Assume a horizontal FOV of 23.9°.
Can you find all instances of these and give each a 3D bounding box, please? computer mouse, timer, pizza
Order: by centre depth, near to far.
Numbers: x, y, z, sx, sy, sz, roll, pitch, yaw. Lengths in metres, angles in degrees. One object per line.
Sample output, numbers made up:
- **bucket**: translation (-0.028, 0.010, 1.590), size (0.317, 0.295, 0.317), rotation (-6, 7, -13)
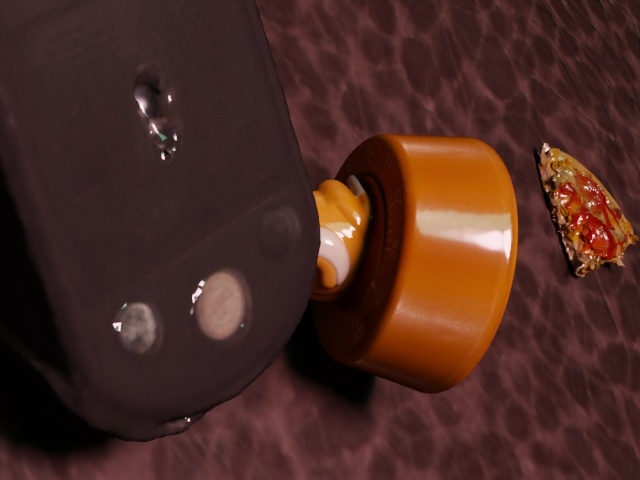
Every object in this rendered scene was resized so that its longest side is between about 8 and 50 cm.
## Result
- **computer mouse**: translation (-0.100, -0.055, 0.621), size (0.170, 0.100, 0.269), rotation (-35, 116, -47)
- **timer**: translation (0.000, 0.000, 0.742), size (0.152, 0.132, 0.132), rotation (11, 55, -22)
- **pizza**: translation (0.197, -0.016, 1.055), size (0.099, 0.029, 0.100), rotation (17, 54, -46)
